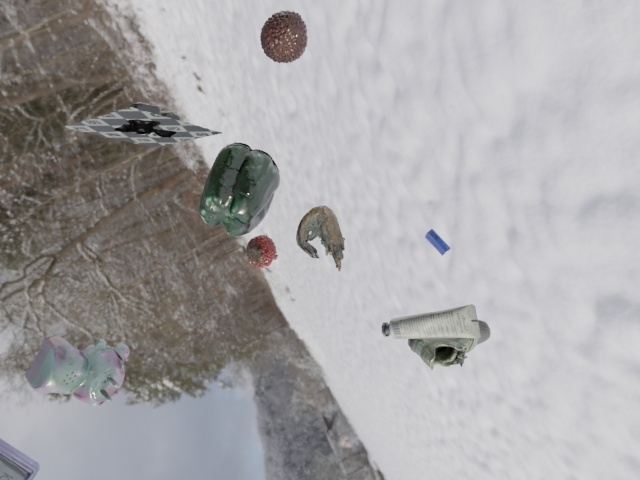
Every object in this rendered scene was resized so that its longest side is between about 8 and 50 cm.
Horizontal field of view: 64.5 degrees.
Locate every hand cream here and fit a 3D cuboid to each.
[{"bbox_3d":[0.254,0.199,1.191,0.050,0.233,0.080,-21,-81,-58],"label":"hand cream"}]

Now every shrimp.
[{"bbox_3d":[0.000,0.000,1.275,0.047,0.126,0.224,42,-160,-43],"label":"shrimp"}]

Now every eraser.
[{"bbox_3d":[0.368,0.006,1.594,0.085,0.027,0.063,49,176,12],"label":"eraser"}]

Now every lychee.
[{"bbox_3d":[-0.129,-0.747,1.841,0.188,0.188,0.188,157,90,-81],"label":"lychee"}]

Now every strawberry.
[{"bbox_3d":[-0.250,0.045,2.098,0.145,0.086,0.145,14,113,36],"label":"strawberry"}]

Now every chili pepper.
[{"bbox_3d":[-0.262,-0.158,1.613,0.249,0.233,0.257,107,-175,-61],"label":"chili pepper"}]

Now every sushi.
[{"bbox_3d":[-0.356,-0.246,1.029,0.219,0.231,0.047,4,-95,-55],"label":"sushi"}]

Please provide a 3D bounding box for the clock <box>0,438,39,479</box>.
[{"bbox_3d":[-0.616,0.452,0.888,0.144,0.073,0.193,43,-147,-15],"label":"clock"}]

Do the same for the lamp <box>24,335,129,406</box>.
[{"bbox_3d":[-0.813,0.460,1.754,0.247,0.247,0.301,21,172,37],"label":"lamp"}]

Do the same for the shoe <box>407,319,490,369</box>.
[{"bbox_3d":[0.436,0.344,1.617,0.149,0.292,0.109,-118,27,-54],"label":"shoe"}]
